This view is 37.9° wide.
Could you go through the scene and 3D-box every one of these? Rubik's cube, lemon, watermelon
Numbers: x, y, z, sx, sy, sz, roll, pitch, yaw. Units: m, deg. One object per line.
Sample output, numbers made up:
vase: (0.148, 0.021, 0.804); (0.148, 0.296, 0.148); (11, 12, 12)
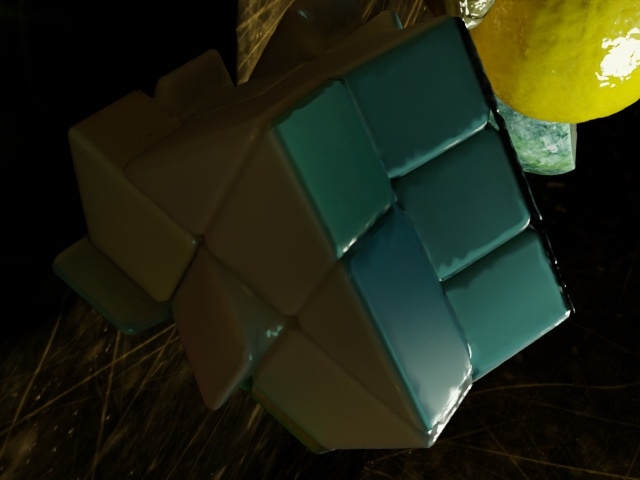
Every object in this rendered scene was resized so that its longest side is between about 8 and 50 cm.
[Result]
Rubik's cube: (0.000, 0.000, 0.809); (0.358, 0.368, 0.387); (-41, 113, -44)
lemon: (0.388, -0.349, 1.435); (0.348, 0.348, 0.348); (-53, 161, -26)
watermelon: (0.410, -0.292, 1.811); (0.387, 0.228, 0.258); (76, 35, -54)

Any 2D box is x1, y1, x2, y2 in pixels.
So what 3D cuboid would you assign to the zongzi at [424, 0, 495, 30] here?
zongzi: (0.128, -0.344, 1.046); (0.288, 0.134, 0.286); (-33, 154, -33)
